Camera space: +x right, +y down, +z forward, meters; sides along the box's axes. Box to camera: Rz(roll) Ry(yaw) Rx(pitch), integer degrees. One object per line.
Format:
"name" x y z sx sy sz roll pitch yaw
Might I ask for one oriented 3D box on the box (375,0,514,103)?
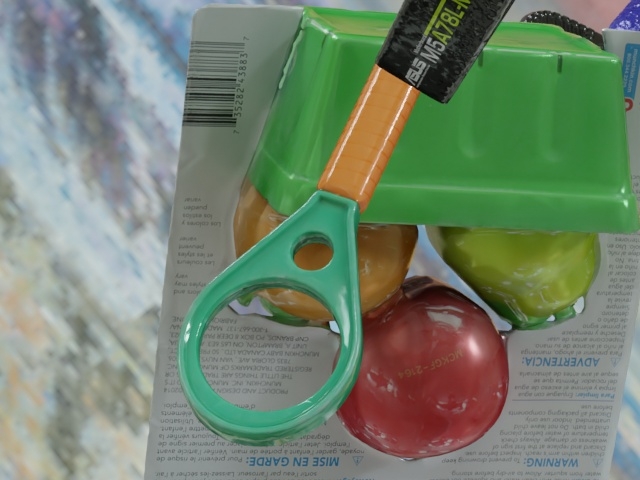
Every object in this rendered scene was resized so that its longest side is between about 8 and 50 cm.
"box" 0.098 -0.168 0.744 0.045 0.184 0.190 29 -19 0

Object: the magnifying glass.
"magnifying glass" 0.000 0.000 0.932 0.092 0.231 0.026 18 -26 16

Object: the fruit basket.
"fruit basket" 0.055 0.027 1.163 0.165 0.327 0.353 -122 -143 -62

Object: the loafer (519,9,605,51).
"loafer" 0.248 -0.108 1.479 0.220 0.078 0.080 30 44 1

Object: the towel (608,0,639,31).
"towel" 0.395 -0.176 1.894 0.228 0.308 0.076 32 -34 18
